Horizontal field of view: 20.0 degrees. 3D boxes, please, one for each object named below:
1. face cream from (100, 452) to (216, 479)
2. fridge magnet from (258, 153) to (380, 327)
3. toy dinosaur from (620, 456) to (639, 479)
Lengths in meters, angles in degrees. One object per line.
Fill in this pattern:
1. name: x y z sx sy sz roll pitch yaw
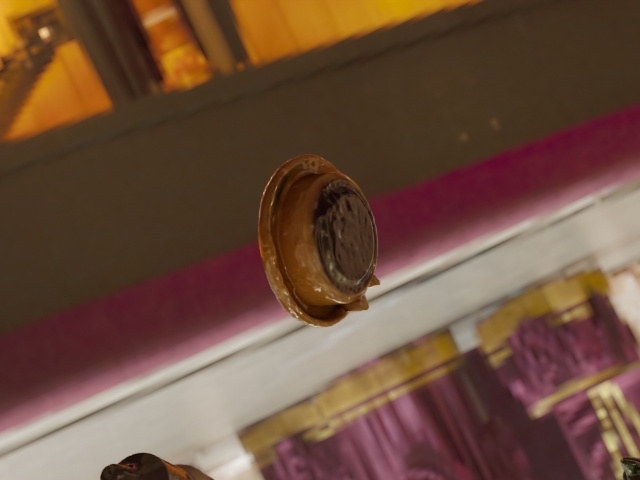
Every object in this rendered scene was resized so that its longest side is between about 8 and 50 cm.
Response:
1. face cream: -0.110 0.265 1.670 0.092 0.092 0.311 -28 145 17
2. fridge magnet: 0.000 0.000 1.479 0.063 0.143 0.143 -7 -175 33
3. toy dinosaur: 0.277 0.207 1.439 0.079 0.120 0.292 -5 -161 3
